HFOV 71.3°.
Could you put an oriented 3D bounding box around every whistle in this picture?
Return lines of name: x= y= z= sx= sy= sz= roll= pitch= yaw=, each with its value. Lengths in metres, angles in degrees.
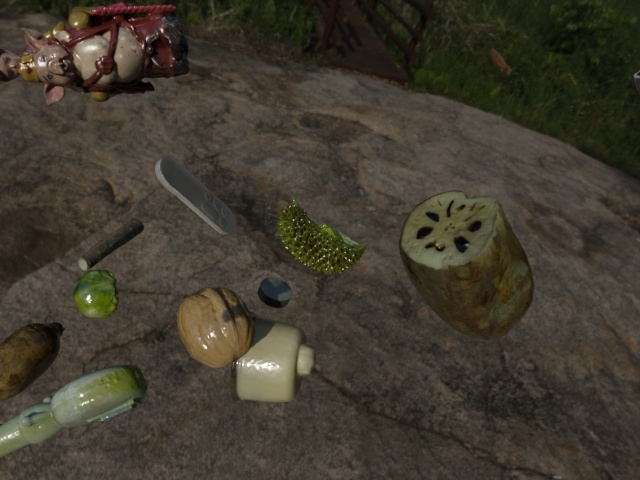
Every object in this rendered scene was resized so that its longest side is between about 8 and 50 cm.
whistle: x=-0.305 y=0.209 z=0.528 sx=0.198 sy=0.104 sz=0.057 roll=-24 pitch=71 yaw=-12

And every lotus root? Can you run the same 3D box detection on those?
lotus root: x=0.327 y=0.072 z=0.977 sx=0.346 sy=0.251 sz=0.250 roll=47 pitch=21 yaw=-35
lotus root: x=-0.805 y=0.317 z=1.217 sx=0.129 sy=0.145 sz=0.260 roll=18 pitch=35 yaw=11

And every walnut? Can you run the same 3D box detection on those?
walnut: x=-0.322 y=0.261 z=1.375 sx=0.225 sy=0.225 sz=0.261 roll=-11 pitch=58 yaw=-37

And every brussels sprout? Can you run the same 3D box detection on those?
brussels sprout: x=-0.718 y=0.171 z=1.414 sx=0.122 sy=0.149 sz=0.151 roll=12 pitch=42 yaw=-43

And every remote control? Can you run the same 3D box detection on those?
remote control: x=-0.277 y=-0.096 z=1.015 sx=0.245 sy=0.022 sz=0.077 roll=48 pitch=32 yaw=-40

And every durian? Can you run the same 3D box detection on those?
durian: x=-0.004 y=0.003 z=1.540 sx=0.356 sy=0.157 sz=0.169 roll=34 pitch=33 yaw=-20

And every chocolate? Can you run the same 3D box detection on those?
chocolate: x=-0.171 y=0.450 z=1.670 sx=0.297 sy=0.313 sz=0.326 roll=8 pitch=-3 yaw=-3

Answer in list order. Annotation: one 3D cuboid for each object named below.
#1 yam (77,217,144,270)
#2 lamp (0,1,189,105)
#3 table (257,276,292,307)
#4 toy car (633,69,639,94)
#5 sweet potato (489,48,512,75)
yam: x=-0.692 y=0.007 z=1.483 sx=0.061 sy=0.061 sz=0.274 roll=26 pitch=36 yaw=6
lamp: x=-0.300 y=-0.237 z=0.572 sx=0.253 sy=0.118 sz=0.118 roll=-24 pitch=55 yaw=-34
table: x=-0.180 y=0.206 z=1.767 sx=0.134 sy=0.043 sz=0.133 roll=20 pitch=31 yaw=-12
toy car: x=0.385 y=-0.169 z=0.379 sx=0.108 sy=0.210 sz=0.089 roll=50 pitch=-2 yaw=-21
sweet potato: x=0.408 y=-0.398 z=1.005 sx=0.026 sy=0.026 sz=0.115 roll=6 pitch=46 yaw=-20
